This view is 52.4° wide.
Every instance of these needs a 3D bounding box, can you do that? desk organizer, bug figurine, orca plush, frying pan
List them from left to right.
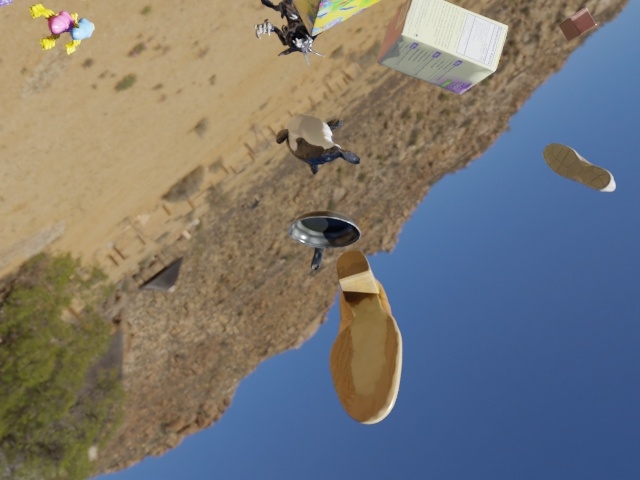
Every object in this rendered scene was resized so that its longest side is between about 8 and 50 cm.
[{"bbox_3d":[-0.548,-0.523,1.356,0.072,0.279,0.216,-6,-148,5],"label":"bug figurine"},{"bbox_3d":[0.001,-0.197,1.442,0.151,0.102,0.287,-27,-148,-23],"label":"orca plush"},{"bbox_3d":[0.028,-0.003,1.816,0.197,0.053,0.326,-3,155,16],"label":"frying pan"},{"bbox_3d":[0.626,-0.528,1.591,0.047,0.050,0.130,-32,-175,12],"label":"desk organizer"}]

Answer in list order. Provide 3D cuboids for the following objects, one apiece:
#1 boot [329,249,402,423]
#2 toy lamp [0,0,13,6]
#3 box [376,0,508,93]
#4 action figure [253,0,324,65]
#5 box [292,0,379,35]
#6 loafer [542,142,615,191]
[{"bbox_3d":[0.083,0.179,0.993,0.104,0.211,0.295,-13,-133,9],"label":"boot"},{"bbox_3d":[-0.602,-0.529,1.087,0.080,0.275,0.080,-16,-154,8],"label":"toy lamp"},{"bbox_3d":[0.291,-0.477,1.591,0.213,0.242,0.117,164,-56,-80],"label":"box"},{"bbox_3d":[-0.095,-0.570,1.656,0.164,0.276,0.141,-25,-165,30],"label":"action figure"},{"bbox_3d":[0.080,-0.510,1.065,0.289,0.177,0.279,-29,-176,-4],"label":"box"},{"bbox_3d":[0.405,-0.110,1.022,0.125,0.039,0.045,44,-74,40],"label":"loafer"}]
